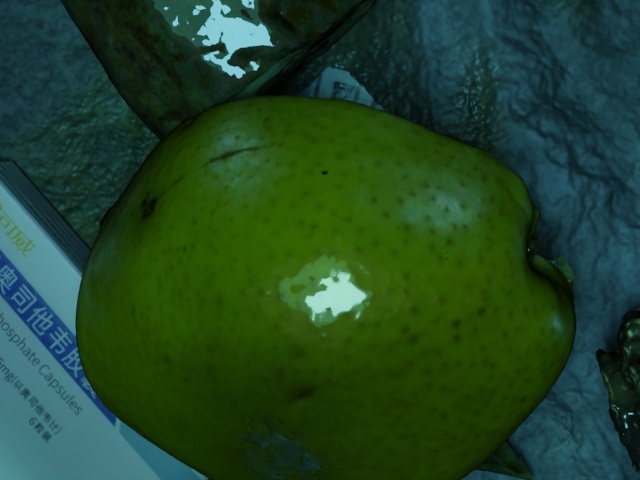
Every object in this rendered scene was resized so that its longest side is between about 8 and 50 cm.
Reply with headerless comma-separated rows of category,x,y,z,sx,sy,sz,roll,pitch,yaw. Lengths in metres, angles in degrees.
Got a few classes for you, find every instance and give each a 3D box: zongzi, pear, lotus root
zongzi,0.108,0.183,1.163,0.109,0.055,0.119,-31,94,11
pear,-0.018,0.079,0.994,0.386,0.191,0.340,-14,125,28
lotus root,-0.129,-0.252,1.076,0.250,0.250,0.346,-45,85,10

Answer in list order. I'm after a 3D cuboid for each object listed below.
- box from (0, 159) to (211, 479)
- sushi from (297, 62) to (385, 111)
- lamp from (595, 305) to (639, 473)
box,-0.247,0.119,1.208,0.200,0.065,0.343,-42,88,10
sushi,0.000,0.000,1.167,0.231,0.047,0.219,-42,88,10
lamp,0.362,0.100,1.061,0.274,0.177,0.177,-19,92,8
